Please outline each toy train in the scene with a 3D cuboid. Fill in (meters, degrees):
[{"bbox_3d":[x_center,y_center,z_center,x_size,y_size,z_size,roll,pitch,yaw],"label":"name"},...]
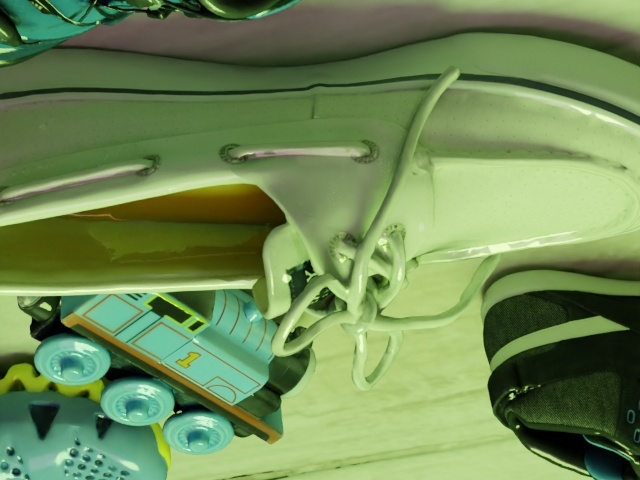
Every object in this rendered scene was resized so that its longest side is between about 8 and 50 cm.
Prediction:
[{"bbox_3d":[-0.082,0.056,0.822,0.105,0.080,0.184,-33,130,28],"label":"toy train"}]

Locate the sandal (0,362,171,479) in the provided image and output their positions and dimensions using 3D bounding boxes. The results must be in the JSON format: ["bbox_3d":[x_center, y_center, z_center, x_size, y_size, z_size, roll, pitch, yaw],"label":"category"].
[{"bbox_3d":[-0.250,0.165,0.919,0.317,0.138,0.126,-8,138,9],"label":"sandal"}]

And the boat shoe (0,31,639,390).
[{"bbox_3d":[-0.002,-0.006,0.676,0.367,0.156,0.136,3,141,0],"label":"boat shoe"}]

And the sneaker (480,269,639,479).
[{"bbox_3d":[0.200,0.083,0.804,0.217,0.121,0.079,-1,142,4],"label":"sneaker"}]

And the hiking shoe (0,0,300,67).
[{"bbox_3d":[-0.061,-0.133,0.539,0.304,0.132,0.113,-25,134,32],"label":"hiking shoe"}]
